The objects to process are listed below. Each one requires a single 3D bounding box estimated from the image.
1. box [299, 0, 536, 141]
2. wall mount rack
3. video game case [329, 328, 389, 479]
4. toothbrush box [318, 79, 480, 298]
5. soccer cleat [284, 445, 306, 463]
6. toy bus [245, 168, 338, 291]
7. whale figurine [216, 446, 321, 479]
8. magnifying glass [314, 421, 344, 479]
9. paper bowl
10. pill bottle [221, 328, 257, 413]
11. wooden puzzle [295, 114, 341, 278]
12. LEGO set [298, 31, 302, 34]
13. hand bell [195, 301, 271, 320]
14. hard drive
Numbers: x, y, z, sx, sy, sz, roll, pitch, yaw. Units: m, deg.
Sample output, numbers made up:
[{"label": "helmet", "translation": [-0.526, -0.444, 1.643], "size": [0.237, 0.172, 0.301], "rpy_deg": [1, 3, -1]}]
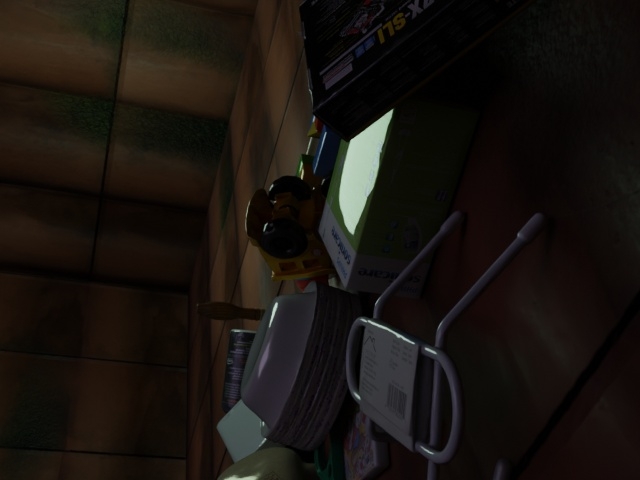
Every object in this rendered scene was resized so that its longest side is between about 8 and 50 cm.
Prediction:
[{"label": "box", "translation": [0.118, -0.311, 0.961], "size": [0.322, 0.079, 0.257], "rpy_deg": [-35, 42, 26]}, {"label": "wall mount rack", "translation": [0.138, 0.113, 0.875], "size": [0.350, 0.130, 0.304], "rpy_deg": [-169, 84, -74]}, {"label": "video game case", "translation": [0.056, 0.289, 1.237], "size": [0.206, 0.026, 0.227], "rpy_deg": [119, 154, -52]}, {"label": "toothbrush box", "translation": [0.100, -0.090, 1.098], "size": [0.206, 0.122, 0.283], "rpy_deg": [-116, 39, -63]}, {"label": "soccer cleat", "translation": [-0.095, 0.437, 1.564], "size": [0.318, 0.108, 0.117], "rpy_deg": [142, 142, -69]}, {"label": "toy bus", "translation": [0.000, 0.000, 1.354], "size": [0.150, 0.220, 0.212], "rpy_deg": [-84, -19, -48]}, {"label": "whale figurine", "translation": [-0.071, 0.463, 1.285], "size": [0.272, 0.216, 0.141], "rpy_deg": [10, 120, 60]}, {"label": "magnifying glass", "translation": [0.023, 0.378, 1.217], "size": [0.231, 0.026, 0.092], "rpy_deg": [-109, 32, -63]}, {"label": "paper bowl", "translation": [-0.042, 0.206, 1.310], "size": [0.284, 0.148, 0.284], "rpy_deg": [-160, 90, -82]}, {"label": "pill bottle", "translation": [-0.165, 0.339, 1.797], "size": [0.130, 0.130, 0.246], "rpy_deg": [160, 117, -72]}, {"label": "wooden puzzle", "translation": [0.006, -0.145, 1.538], "size": [0.348, 0.080, 0.322], "rpy_deg": [-105, 28, -55]}, {"label": "LEGO set", "translation": [0.022, -0.328, 1.266], "size": [0.244, 0.060, 0.183], "rpy_deg": [75, -162, -46]}, {"label": "hand bell", "translation": [-0.144, 0.156, 1.613], "size": [0.126, 0.241, 0.126], "rpy_deg": [-172, 90, -75]}, {"label": "hard drive", "translation": [-0.114, 0.366, 1.575], "size": [0.203, 0.040, 0.307], "rpy_deg": [-45, 13, -10]}]
